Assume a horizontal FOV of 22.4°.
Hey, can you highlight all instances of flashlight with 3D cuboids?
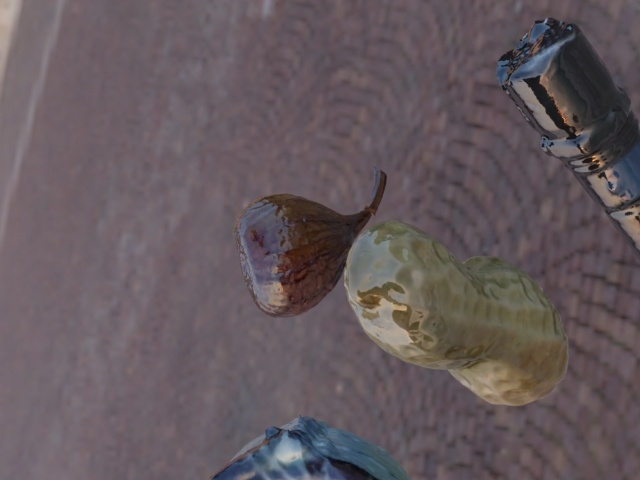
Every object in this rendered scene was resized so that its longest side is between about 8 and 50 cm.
[{"bbox_3d":[0.335,-0.053,1.701,0.103,0.424,0.103,-32,27,18],"label":"flashlight"}]

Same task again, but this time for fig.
[{"bbox_3d":[0.000,0.000,1.850,0.133,0.201,0.146,60,159,20],"label":"fig"}]

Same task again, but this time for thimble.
[{"bbox_3d":[-0.013,0.260,1.301,0.150,0.237,0.237,-35,-45,-85],"label":"thimble"}]

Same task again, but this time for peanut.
[{"bbox_3d":[0.132,0.068,1.557,0.120,0.298,0.136,-17,58,40],"label":"peanut"}]
